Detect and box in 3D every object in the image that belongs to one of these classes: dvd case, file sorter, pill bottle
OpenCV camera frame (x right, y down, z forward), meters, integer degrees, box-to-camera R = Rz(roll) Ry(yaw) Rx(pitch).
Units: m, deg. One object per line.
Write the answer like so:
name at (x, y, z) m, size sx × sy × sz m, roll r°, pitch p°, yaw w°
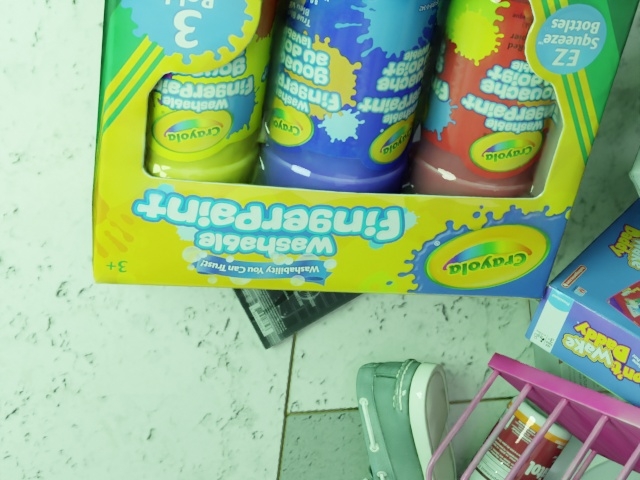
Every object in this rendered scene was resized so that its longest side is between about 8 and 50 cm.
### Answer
dvd case at (0.000, 0.000, 1.259) m, size 0.221 × 0.018 × 0.164 m, roll -30°, pitch 117°, yaw -7°
file sorter at (0.278, 0.274, 1.219) m, size 0.202 × 0.291 × 0.182 m, roll 39°, pitch 81°, yaw -23°
pill bottle at (0.237, 0.275, 1.424) m, size 0.086 × 0.086 × 0.152 m, roll 27°, pitch 99°, yaw -28°

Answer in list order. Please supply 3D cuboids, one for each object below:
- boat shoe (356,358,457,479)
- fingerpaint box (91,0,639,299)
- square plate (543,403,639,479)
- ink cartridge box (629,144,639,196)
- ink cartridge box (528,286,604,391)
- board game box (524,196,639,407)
boat shoe at (0.101, 0.275, 1.384) m, size 0.099 × 0.116 × 0.319 m, roll 7°, pitch 124°, yaw 22°
fingerpaint box at (0.025, -0.140, 1.049) m, size 0.445 × 0.163 × 0.371 m, roll 3°, pitch 123°, yaw -13°
square plate at (0.442, 0.371, 1.565) m, size 0.344 × 0.049 × 0.347 m, roll -18°, pitch 116°, yaw -15°
ink cartridge box at (0.481, -0.139, 1.199) m, size 0.129 × 0.223 × 0.307 m, roll 55°, pitch 46°, yaw -30°
ink cartridge box at (0.352, 0.104, 1.408) m, size 0.175 × 0.072 × 0.127 m, roll -18°, pitch 115°, yaw -14°
board game box at (0.407, 0.059, 1.231) m, size 0.347 × 0.233 × 0.078 m, roll -34°, pitch 149°, yaw -44°
